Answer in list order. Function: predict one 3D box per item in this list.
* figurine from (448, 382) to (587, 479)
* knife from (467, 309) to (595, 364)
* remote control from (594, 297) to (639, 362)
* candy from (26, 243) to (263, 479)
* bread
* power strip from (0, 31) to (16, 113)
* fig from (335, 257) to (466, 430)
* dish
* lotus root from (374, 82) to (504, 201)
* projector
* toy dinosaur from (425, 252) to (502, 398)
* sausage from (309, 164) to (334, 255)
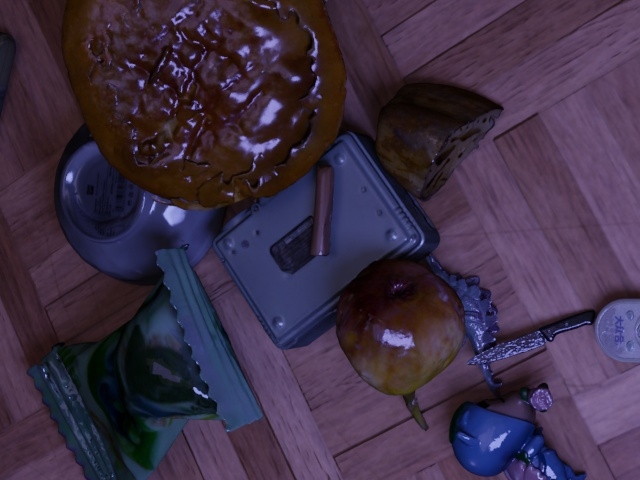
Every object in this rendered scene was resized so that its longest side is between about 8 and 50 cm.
[{"bbox_3d":[0.252,0.243,1.378,0.178,0.114,0.144,33,96,9],"label":"figurine"},{"bbox_3d":[0.262,0.124,1.396,0.170,0.010,0.023,-21,85,8],"label":"knife"},{"bbox_3d":[0.437,0.107,1.324,0.221,0.042,0.078,-1,89,23],"label":"remote control"},{"bbox_3d":[-0.258,0.208,1.570,0.398,0.172,0.263,-36,72,33],"label":"candy"},{"bbox_3d":[-0.137,-0.228,1.425,0.336,0.204,0.358,-14,107,11],"label":"bread"},{"bbox_3d":[-0.564,-0.142,1.753,0.092,0.066,0.388,19,98,25],"label":"power strip"},{"bbox_3d":[0.108,0.146,1.399,0.159,0.159,0.257,4,130,24],"label":"fig"},{"bbox_3d":[-0.278,-0.074,1.597,0.303,0.120,0.303,0,91,24],"label":"dish"},{"bbox_3d":[0.134,-0.138,1.423,0.135,0.095,0.159,26,83,23],"label":"lotus root"},{"bbox_3d":[0.000,0.000,1.485,0.256,0.099,0.192,-38,74,19],"label":"projector"},{"bbox_3d":[0.191,0.108,1.433,0.082,0.039,0.209,-26,84,19],"label":"toy dinosaur"},{"bbox_3d":[0.002,-0.038,1.418,0.026,0.026,0.116,4,90,24],"label":"sausage"}]
